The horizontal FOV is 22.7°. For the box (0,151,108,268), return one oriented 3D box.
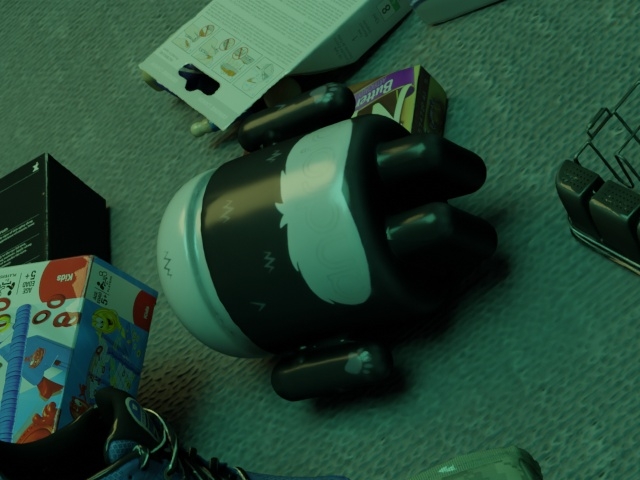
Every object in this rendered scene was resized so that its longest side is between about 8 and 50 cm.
[{"bbox_3d":[-0.338,0.059,1.572,0.261,0.103,0.184,-27,49,21],"label":"box"}]

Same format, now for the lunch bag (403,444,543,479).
[{"bbox_3d":[0.068,0.296,1.007,0.287,0.169,0.235,-36,42,18],"label":"lunch bag"}]

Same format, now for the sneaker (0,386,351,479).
[{"bbox_3d":[-0.115,0.187,1.146,0.130,0.330,0.147,-142,57,-62],"label":"sneaker"}]

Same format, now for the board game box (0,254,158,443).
[{"bbox_3d":[-0.304,0.180,1.339,0.308,0.086,0.301,-9,61,33],"label":"board game box"}]

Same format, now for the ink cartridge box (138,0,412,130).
[{"bbox_3d":[-0.044,-0.199,1.549,0.225,0.056,0.181,-45,42,-7],"label":"ink cartridge box"}]

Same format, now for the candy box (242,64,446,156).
[{"bbox_3d":[0.017,-0.080,1.425,0.187,0.053,0.109,-13,51,33],"label":"candy box"}]

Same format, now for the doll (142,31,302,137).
[{"bbox_3d":[-0.091,-0.154,1.576,0.189,0.046,0.129,18,62,39],"label":"doll"}]

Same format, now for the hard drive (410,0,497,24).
[{"bbox_3d":[0.190,-0.366,1.509,0.210,0.040,0.318,-18,49,31],"label":"hard drive"}]

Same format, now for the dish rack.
[{"bbox_3d":[0.316,-0.089,1.177,0.271,0.074,0.208,-50,43,-6],"label":"dish rack"}]

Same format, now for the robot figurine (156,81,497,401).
[{"bbox_3d":[0.001,-0.001,1.293,0.278,0.173,0.209,-17,32,29],"label":"robot figurine"}]
